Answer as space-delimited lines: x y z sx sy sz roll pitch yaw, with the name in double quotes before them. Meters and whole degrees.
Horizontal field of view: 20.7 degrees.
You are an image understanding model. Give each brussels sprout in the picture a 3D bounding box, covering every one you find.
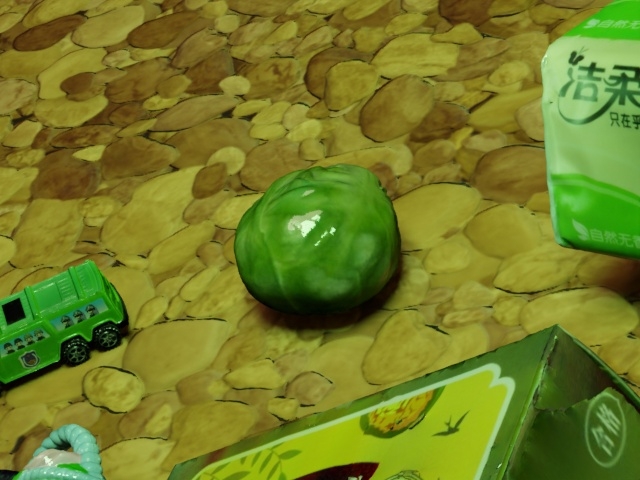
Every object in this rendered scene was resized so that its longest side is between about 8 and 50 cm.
"brussels sprout" 0.000 -0.002 1.501 0.155 0.117 0.155 -17 43 16

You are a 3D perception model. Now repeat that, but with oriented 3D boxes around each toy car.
"toy car" -0.255 0.079 1.562 0.165 0.062 0.071 -24 37 -5

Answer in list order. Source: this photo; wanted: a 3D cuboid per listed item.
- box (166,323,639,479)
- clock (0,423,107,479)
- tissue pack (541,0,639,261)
"box" -0.010 0.278 1.007 0.373 0.138 0.420 -27 27 43
"clock" -0.214 0.233 1.277 0.194 0.100 0.195 -50 30 19
"tissue pack" 0.419 -0.107 1.308 0.405 0.205 0.332 12 33 41
